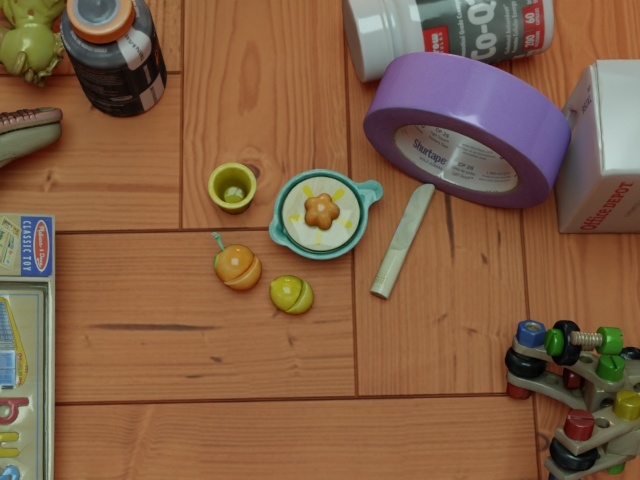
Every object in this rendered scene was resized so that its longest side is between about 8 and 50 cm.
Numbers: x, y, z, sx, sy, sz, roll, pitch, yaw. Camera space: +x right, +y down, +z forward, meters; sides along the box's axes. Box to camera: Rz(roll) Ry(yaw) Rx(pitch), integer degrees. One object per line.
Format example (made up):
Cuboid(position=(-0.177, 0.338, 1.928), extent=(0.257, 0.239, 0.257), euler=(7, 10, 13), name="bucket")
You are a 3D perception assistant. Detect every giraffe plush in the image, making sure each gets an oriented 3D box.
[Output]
Cuboid(position=(-0.426, -0.315, 1.743), extent=(0.210, 0.181, 0.171), euler=(15, 93, 34), name="giraffe plush")

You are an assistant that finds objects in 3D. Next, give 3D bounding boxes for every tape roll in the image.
Cuboid(position=(0.200, -0.147, 1.642), extent=(0.274, 0.275, 0.090), euler=(22, 74, 5), name="tape roll")

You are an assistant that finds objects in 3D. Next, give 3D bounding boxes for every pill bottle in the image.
Cuboid(position=(-0.294, -0.277, 1.688), extent=(0.130, 0.246, 0.130), euler=(0, 74, -1), name="pill bottle")
Cuboid(position=(0.184, -0.326, 1.753), extent=(0.283, 0.161, 0.161), euler=(-13, 74, -5), name="pill bottle")

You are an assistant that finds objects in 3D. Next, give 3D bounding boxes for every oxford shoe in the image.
Cuboid(position=(-0.542, -0.077, 1.709), extent=(0.397, 0.140, 0.147), euler=(-24, 105, -11), name="oxford shoe")

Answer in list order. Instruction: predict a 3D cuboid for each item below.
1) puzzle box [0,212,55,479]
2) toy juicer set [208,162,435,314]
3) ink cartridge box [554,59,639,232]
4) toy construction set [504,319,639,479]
Cuboid(position=(-0.492, 0.162, 1.599), extent=(0.272, 0.052, 0.409), euler=(1, 79, -20), name="puzzle box")
Cuboid(position=(0.000, 0.000, 1.694), extent=(0.329, 0.089, 0.209), euler=(3, 74, 0), name="toy juicer set")
Cuboid(position=(0.538, -0.122, 1.634), extent=(0.394, 0.285, 0.166), euler=(0, 74, 0), name="ink cartridge box")
Cuboid(position=(0.383, 0.253, 1.578), extent=(0.237, 0.257, 0.309), euler=(4, 94, -12), name="toy construction set")
